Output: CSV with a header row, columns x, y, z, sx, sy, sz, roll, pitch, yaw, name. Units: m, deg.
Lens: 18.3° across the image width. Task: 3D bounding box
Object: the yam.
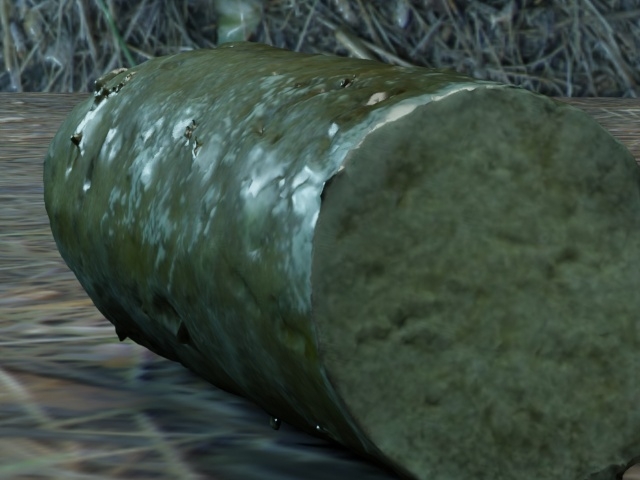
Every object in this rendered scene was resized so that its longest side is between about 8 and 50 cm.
x,y,z,sx,sy,sz,roll,pitch,yaw,name
0.000,0.000,0.389,0.078,0.078,0.179,-2,8,-20,yam
